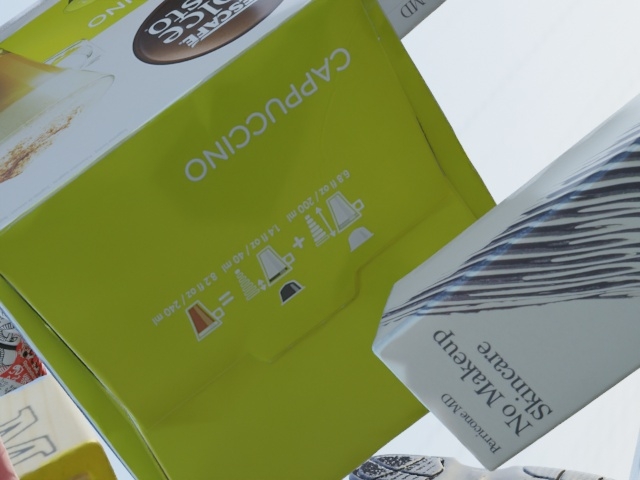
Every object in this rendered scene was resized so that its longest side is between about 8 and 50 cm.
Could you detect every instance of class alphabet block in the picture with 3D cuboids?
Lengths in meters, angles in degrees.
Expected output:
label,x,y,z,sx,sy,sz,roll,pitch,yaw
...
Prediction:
label,x,y,z,sx,sy,sz,roll,pitch,yaw
alphabet block,-0.325,0.298,2.040,0.193,0.197,0.192,-28,-64,-11

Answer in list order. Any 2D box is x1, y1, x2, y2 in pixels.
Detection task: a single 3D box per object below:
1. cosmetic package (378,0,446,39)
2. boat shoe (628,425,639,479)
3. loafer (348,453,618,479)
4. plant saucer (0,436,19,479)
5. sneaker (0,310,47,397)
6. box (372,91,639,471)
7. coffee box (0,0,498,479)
label,x,y,z,sx,sy,sz,roll,pitch,yaw
cosmetic package,0.040,-0.297,1.865,0.151,0.184,0.151,-42,10,-19
boat shoe,0.397,0.235,1.781,0.340,0.158,0.127,-24,-55,-82
loafer,0.170,0.264,1.678,0.109,0.302,0.095,-32,-57,-58
plant saucer,-0.357,0.293,1.698,0.047,0.258,0.259,10,-66,-31
sneaker,-0.405,0.153,2.454,0.145,0.090,0.270,-38,-49,10
box,0.167,0.003,1.019,0.275,0.113,0.094,-41,10,24
coffee box,-0.089,-0.020,1.402,0.337,0.334,0.338,-37,-60,-8
